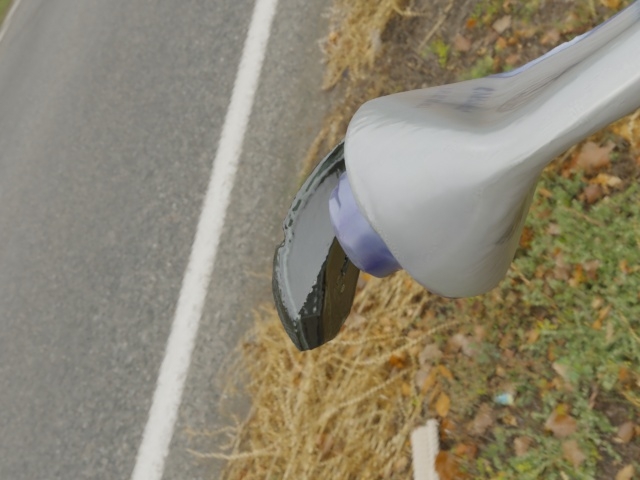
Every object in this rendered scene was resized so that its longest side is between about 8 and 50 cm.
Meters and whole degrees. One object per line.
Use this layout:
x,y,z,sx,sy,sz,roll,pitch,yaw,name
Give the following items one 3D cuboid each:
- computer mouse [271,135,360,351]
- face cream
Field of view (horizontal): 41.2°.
0.000,0.000,0.702,0.062,0.106,0.192,8,66,17,computer mouse
0.176,-0.099,0.451,0.420,0.137,0.235,-33,3,29,face cream
